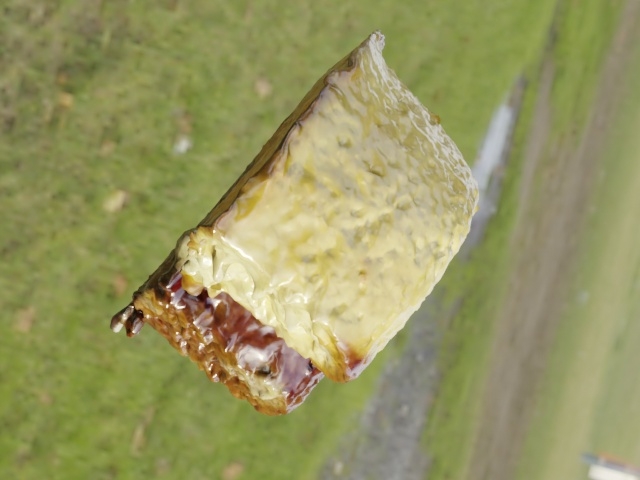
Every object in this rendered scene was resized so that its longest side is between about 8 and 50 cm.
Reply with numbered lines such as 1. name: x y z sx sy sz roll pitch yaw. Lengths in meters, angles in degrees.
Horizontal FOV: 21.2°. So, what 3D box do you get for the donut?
1. donut: 0.000 -0.001 0.675 0.141 0.085 0.217 -49 -177 -12
